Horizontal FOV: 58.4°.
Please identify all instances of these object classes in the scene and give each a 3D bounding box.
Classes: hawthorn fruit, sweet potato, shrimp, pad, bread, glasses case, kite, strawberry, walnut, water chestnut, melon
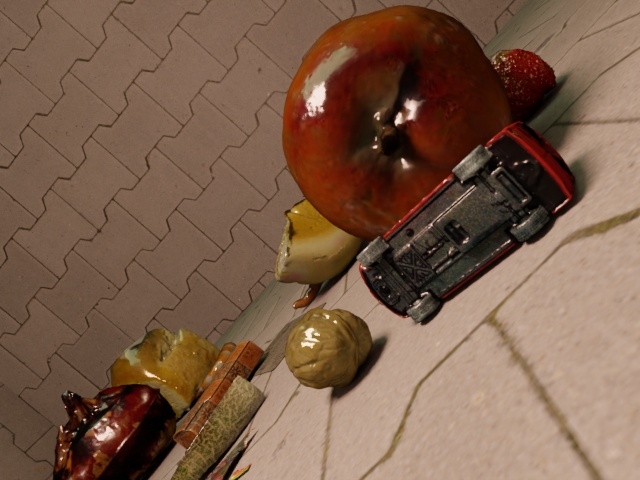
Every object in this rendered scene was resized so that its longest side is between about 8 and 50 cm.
[{"bbox_3d":[0.087,-0.119,0.639,0.267,0.268,0.300,-47,12,20],"label":"hawthorn fruit"},{"bbox_3d":[0.000,0.076,1.213,0.179,0.044,0.044,-56,7,-26],"label":"sweet potato"},{"bbox_3d":[-0.292,0.367,1.608,0.166,0.049,0.161,-55,4,14],"label":"shrimp"},{"bbox_3d":[-0.080,0.200,1.115,0.159,0.009,0.265,-49,4,-26],"label":"pad"},{"bbox_3d":[-0.002,0.010,1.154,0.261,0.156,0.158,-35,-27,-38],"label":"bread"},{"bbox_3d":[-0.189,0.286,1.076,0.075,0.049,0.218,-45,8,44],"label":"glasses case"},{"bbox_3d":[-0.129,0.297,0.673,0.159,0.010,0.190,-43,8,37],"label":"kite"},{"bbox_3d":[0.261,-0.212,0.777,0.106,0.106,0.106,-48,4,4],"label":"strawberry"},{"bbox_3d":[-0.513,0.435,1.756,0.395,0.264,0.239,-44,10,36],"label":"bread"},{"bbox_3d":[0.007,0.107,0.567,0.092,0.092,0.092,-48,4,4],"label":"walnut"},{"bbox_3d":[-0.493,0.446,1.316,0.300,0.300,0.300,-48,4,4],"label":"water chestnut"},{"bbox_3d":[-0.155,0.284,0.814,0.182,0.054,0.098,-51,-1,-44],"label":"melon"}]

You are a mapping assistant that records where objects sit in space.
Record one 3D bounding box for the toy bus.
[{"bbox_3d":[0.120,-0.013,0.501,0.195,0.081,0.089,-46,-5,34],"label":"toy bus"}]
